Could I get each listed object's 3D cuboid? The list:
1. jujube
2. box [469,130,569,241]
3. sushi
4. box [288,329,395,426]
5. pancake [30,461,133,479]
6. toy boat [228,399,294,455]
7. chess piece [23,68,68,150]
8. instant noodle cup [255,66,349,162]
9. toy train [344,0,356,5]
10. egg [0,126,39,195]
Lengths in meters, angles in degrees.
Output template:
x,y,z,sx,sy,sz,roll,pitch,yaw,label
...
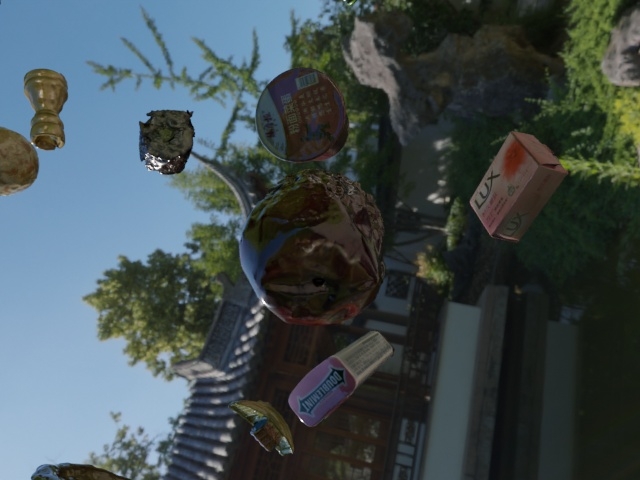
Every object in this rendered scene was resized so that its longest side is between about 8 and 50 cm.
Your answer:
x,y,z,sx,sy,sz,roll,pitch,yaw,label
0.000,0.000,0.972,0.377,0.258,0.259,-61,-22,-61,jujube
0.315,-0.087,0.888,0.111,0.059,0.156,-101,30,-52,box
-0.251,-0.166,0.913,0.084,0.097,0.094,142,119,-65,sushi
0.069,0.357,1.483,0.190,0.112,0.369,-45,-13,16,box
-0.172,0.246,0.501,0.199,0.199,0.021,77,-145,-65,pancake
-0.115,0.374,1.105,0.172,0.065,0.066,51,-143,-19,toy boat
-0.432,-0.205,0.868,0.066,0.066,0.122,73,-178,-68,chess piece
-0.030,-0.305,1.418,0.178,0.234,0.235,2,-83,-74,instant noodle cup
0.113,-0.437,0.831,0.053,0.249,0.085,31,-112,-34,toy train
-0.882,-0.216,1.498,0.233,0.194,0.195,54,-133,-77,egg
